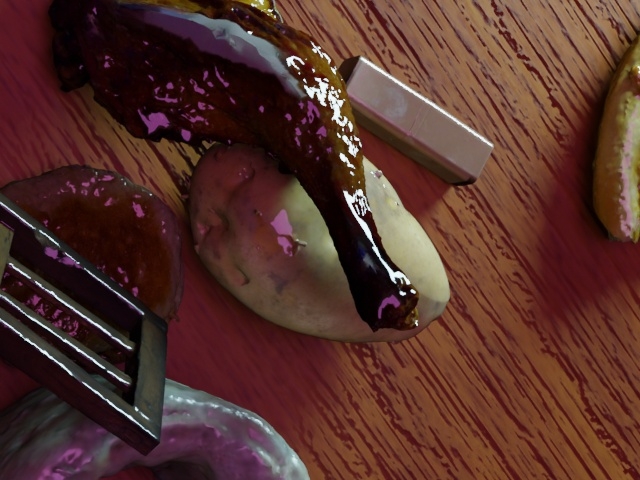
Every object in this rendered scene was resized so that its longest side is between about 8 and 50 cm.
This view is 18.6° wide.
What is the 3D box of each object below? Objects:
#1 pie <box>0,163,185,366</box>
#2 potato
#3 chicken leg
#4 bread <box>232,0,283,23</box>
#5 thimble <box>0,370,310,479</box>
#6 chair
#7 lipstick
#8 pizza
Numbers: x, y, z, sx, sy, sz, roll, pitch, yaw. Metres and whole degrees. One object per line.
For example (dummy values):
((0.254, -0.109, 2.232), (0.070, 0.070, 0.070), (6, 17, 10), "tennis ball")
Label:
((-0.198, 0.023, 1.541), (0.193, 0.079, 0.163), (-10, 86, -20), "pie")
((-0.003, 0.004, 1.590), (0.161, 0.128, 0.235), (-42, 105, -13), "potato")
((-0.049, -0.093, 1.505), (0.158, 0.096, 0.407), (-41, 71, -17), "chicken leg")
((-0.078, -0.174, 1.621), (0.110, 0.024, 0.110), (1, 87, -21), "bread")
((-0.152, 0.246, 1.488), (0.291, 0.195, 0.292), (1, 87, -23), "thimble")
((-0.340, 0.046, 1.374), (0.416, 0.203, 0.240), (42, 107, -18), "chair")
((0.076, -0.101, 1.668), (0.145, 0.045, 0.045), (32, 79, -18), "lipstick")
((0.371, -0.116, 1.767), (0.226, 0.086, 0.335), (38, 74, -15), "pizza")
